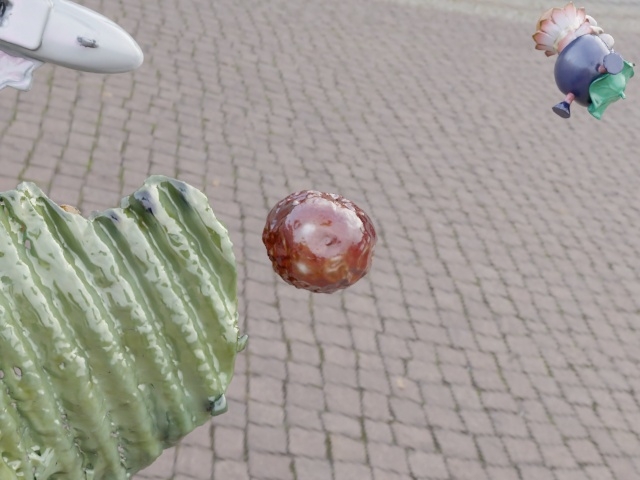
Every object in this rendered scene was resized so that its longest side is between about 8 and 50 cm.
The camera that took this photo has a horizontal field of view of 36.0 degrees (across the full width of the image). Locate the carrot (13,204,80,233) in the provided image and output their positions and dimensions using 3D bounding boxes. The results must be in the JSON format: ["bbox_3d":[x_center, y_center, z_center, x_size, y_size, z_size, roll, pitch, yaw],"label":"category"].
[{"bbox_3d":[-0.371,-0.026,1.318,0.048,0.048,0.139,-7,7,-41],"label":"carrot"}]

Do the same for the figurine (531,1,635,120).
[{"bbox_3d":[0.351,-0.243,1.345,0.102,0.111,0.195,12,36,-30],"label":"figurine"}]

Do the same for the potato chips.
[{"bbox_3d":[-0.269,0.120,1.183,0.373,0.390,0.097,-6,6,-34],"label":"potato chips"}]

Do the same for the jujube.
[{"bbox_3d":[0.000,0.000,0.982,0.112,0.109,0.176,-20,-1,-1],"label":"jujube"}]

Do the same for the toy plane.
[{"bbox_3d":[-0.274,-0.193,0.829,0.255,0.251,0.101,19,7,-3],"label":"toy plane"}]
